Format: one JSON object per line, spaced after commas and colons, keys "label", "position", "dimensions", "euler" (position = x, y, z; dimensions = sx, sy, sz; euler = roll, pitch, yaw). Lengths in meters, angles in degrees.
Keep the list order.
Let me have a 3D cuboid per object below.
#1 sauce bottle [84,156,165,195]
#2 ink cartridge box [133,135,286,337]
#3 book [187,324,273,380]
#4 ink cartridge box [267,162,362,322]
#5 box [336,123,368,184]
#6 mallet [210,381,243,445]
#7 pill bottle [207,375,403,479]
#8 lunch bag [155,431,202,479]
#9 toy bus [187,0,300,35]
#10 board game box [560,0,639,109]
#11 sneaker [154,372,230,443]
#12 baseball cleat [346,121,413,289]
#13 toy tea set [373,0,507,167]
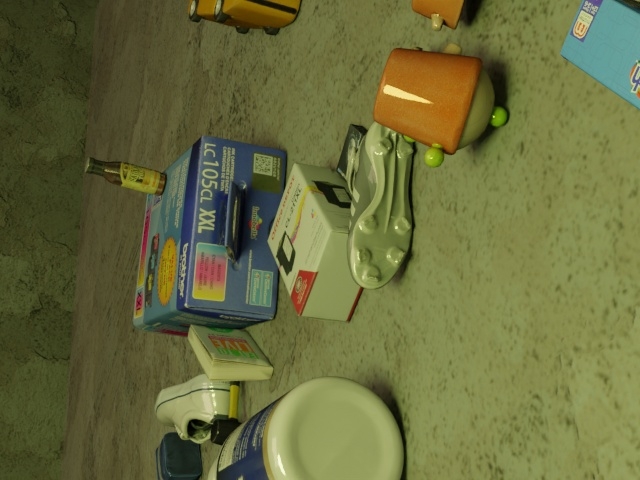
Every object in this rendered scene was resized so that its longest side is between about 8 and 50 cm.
{"label": "sauce bottle", "position": [-0.318, -0.106, 1.508], "dimensions": [0.042, 0.128, 0.042], "euler": [-41, 42, 53]}
{"label": "ink cartridge box", "position": [-0.174, 0.001, 1.485], "dimensions": [0.395, 0.151, 0.270], "euler": [-22, 62, 62]}
{"label": "book", "position": [-0.137, 0.169, 1.398], "dimensions": [0.144, 0.096, 0.035], "euler": [-141, 62, -63]}
{"label": "ink cartridge box", "position": [0.000, 0.000, 1.167], "dimensions": [0.175, 0.072, 0.128], "euler": [-118, 42, -54]}
{"label": "box", "position": [0.049, -0.101, 1.158], "dimensions": [0.083, 0.018, 0.067], "euler": [-125, 48, -59]}
{"label": "mallet", "position": [-0.124, 0.236, 1.432], "dimensions": [0.039, 0.062, 0.190], "euler": [-53, 21, 43]}
{"label": "pill bottle", "position": [-0.030, 0.259, 1.043], "dimensions": [0.264, 0.153, 0.153], "euler": [135, 138, -56]}
{"label": "lunch bag", "position": [-0.248, 0.390, 1.611], "dimensions": [0.065, 0.067, 0.098], "euler": [122, 147, -43]}
{"label": "toy bus", "position": [-0.134, -0.429, 1.591], "dimensions": [0.332, 0.108, 0.130], "euler": [-149, 70, -65]}
{"label": "board game box", "position": [0.251, -0.069, 0.497], "dimensions": [0.210, 0.160, 0.047], "euler": [-119, 43, -56]}
{"label": "sneaker", "position": [-0.217, 0.290, 1.540], "dimensions": [0.258, 0.094, 0.091], "euler": [140, 138, -56]}
{"label": "baseball cleat", "position": [0.063, -0.038, 1.058], "dimensions": [0.109, 0.072, 0.206], "euler": [146, 138, -69]}
{"label": "toy tea set", "position": [0.150, -0.234, 0.902], "dimensions": [0.200, 0.124, 0.336], "euler": [-59, -15, -68]}
